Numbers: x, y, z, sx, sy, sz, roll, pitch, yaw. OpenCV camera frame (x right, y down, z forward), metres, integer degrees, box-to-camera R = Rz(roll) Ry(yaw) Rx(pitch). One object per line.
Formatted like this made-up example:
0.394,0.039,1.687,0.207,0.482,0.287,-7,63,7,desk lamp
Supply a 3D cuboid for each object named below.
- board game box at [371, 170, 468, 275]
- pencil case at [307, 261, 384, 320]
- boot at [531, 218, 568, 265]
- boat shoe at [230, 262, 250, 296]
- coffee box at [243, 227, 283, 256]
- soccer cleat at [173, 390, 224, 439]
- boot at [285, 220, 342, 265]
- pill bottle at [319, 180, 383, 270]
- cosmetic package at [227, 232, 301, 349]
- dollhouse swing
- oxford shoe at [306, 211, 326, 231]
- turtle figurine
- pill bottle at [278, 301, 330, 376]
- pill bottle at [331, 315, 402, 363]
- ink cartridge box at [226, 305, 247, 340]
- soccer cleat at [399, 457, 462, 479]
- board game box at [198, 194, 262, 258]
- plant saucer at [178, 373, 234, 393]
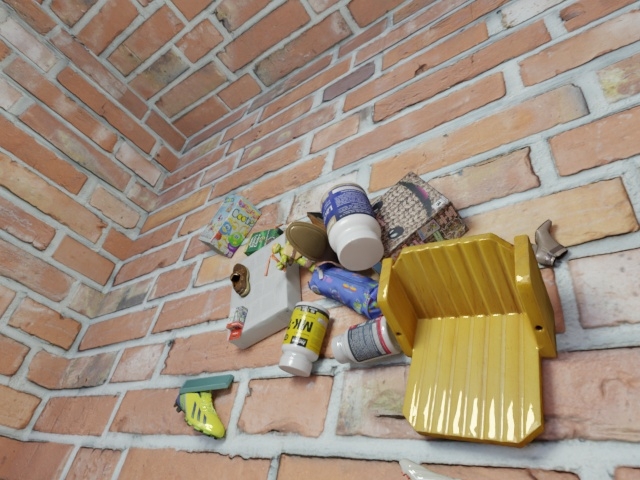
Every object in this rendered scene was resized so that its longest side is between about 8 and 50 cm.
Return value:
0.256,-0.035,1.270,0.291,0.141,0.232,-41,36,6,board game box
0.091,0.150,1.265,0.306,0.133,0.119,17,66,50,pencil case
0.568,0.009,1.010,0.118,0.042,0.087,-50,42,-3,boot
-0.316,0.141,1.581,0.064,0.060,0.178,-40,36,11,boat shoe
-0.257,0.008,1.824,0.184,0.040,0.113,-9,50,39,coffee box
-0.403,0.571,1.391,0.289,0.093,0.121,10,57,48,soccer cleat
0.000,0.000,1.359,0.220,0.284,0.108,-137,66,-72,boot
0.091,-0.045,1.191,0.153,0.153,0.264,-34,37,16,pill bottle
-0.214,0.187,1.563,0.285,0.097,0.377,-29,39,20,cosmetic package
0.294,0.210,0.894,0.347,0.315,0.305,-12,28,38,dollhouse swing
-0.009,-0.070,1.636,0.212,0.076,0.075,-135,49,-64,oxford shoe
-0.093,0.061,1.477,0.269,0.218,0.087,-75,4,-47,turtle figurine
-0.052,0.306,1.270,0.119,0.119,0.208,-11,49,39,pill bottle
0.125,0.280,1.126,0.180,0.108,0.107,-24,41,27,pill bottle
-0.302,0.294,1.451,0.063,0.029,0.115,-19,45,34,ink cartridge box
0.249,0.505,0.831,0.196,0.068,0.076,25,70,45,soccer cleat
-0.442,-0.072,1.998,0.144,0.142,0.275,13,66,50,board game box
-0.405,0.504,1.442,0.192,0.018,0.067,-12,14,13,plant saucer
